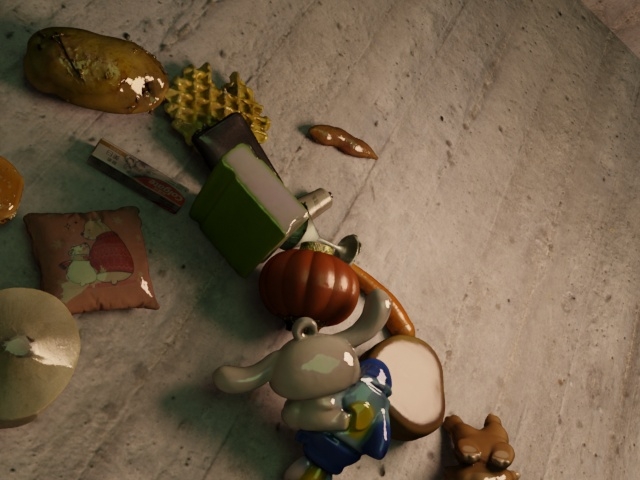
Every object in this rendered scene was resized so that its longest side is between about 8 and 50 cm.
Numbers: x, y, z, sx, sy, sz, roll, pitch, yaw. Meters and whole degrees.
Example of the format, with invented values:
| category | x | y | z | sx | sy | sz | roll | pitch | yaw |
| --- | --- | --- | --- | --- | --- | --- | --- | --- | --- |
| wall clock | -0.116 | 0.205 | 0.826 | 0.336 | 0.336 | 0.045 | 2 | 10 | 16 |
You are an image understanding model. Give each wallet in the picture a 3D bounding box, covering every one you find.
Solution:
| category | x | y | z | sx | sy | sz | roll | pitch | yaw |
| --- | --- | --- | --- | --- | --- | --- | --- | --- | --- |
| wallet | -0.180 | -0.171 | 1.699 | 0.149 | 0.044 | 0.250 | -38 | 106 | -30 |

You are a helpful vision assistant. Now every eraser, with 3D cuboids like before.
| category | x | y | z | sx | sy | sz | roll | pitch | yaw |
| --- | --- | --- | --- | --- | --- | --- | --- | --- | --- |
| eraser | -0.160 | -0.056 | 1.561 | 0.210 | 0.274 | 0.092 | 49 | 59 | -2 |

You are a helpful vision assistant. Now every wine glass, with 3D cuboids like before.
| category | x | y | z | sx | sy | sz | roll | pitch | yaw |
| --- | --- | --- | --- | --- | --- | --- | --- | --- | --- |
| wine glass | 0.000 | 0.000 | 1.726 | 0.182 | 0.122 | 0.122 | 26 | 55 | -33 |

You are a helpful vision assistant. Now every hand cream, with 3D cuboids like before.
| category | x | y | z | sx | sy | sz | roll | pitch | yaw |
| --- | --- | --- | --- | --- | --- | --- | --- | --- | --- |
| hand cream | -0.042 | -0.071 | 1.786 | 0.186 | 0.054 | 0.087 | -33 | 91 | -31 |

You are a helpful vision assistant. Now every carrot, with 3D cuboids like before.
| category | x | y | z | sx | sy | sz | roll | pitch | yaw |
| --- | --- | --- | --- | --- | --- | --- | --- | --- | --- |
| carrot | 0.146 | 0.142 | 1.805 | 0.271 | 0.066 | 0.062 | 55 | 7 | 4 |

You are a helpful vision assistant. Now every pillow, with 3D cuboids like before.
| category | x | y | z | sx | sy | sz | roll | pitch | yaw |
| --- | --- | --- | --- | --- | --- | --- | --- | --- | --- |
| pillow | -0.441 | 0.042 | 1.442 | 0.236 | 0.084 | 0.223 | -4 | 71 | -31 |

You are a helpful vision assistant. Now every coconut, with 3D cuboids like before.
| category | x | y | z | sx | sy | sz | roll | pitch | yaw |
| --- | --- | --- | --- | --- | --- | --- | --- | --- | --- |
| coconut | -0.515 | 0.191 | 1.233 | 0.241 | 0.241 | 0.241 | 15 | 61 | -27 |

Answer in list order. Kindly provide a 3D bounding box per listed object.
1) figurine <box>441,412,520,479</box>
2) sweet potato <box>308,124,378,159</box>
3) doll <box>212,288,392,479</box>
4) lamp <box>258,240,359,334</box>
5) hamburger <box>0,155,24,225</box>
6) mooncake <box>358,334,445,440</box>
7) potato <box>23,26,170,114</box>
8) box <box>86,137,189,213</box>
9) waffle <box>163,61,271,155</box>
| category | x | y | z | sx | sy | sz | roll | pitch | yaw |
| --- | --- | --- | --- | --- | --- | --- | --- | --- | --- |
| figurine | 0.363 | 0.529 | 1.696 | 0.177 | 0.247 | 0.173 | 0 | 104 | -8 |
| sweet potato | 0.062 | -0.259 | 1.942 | 0.218 | 0.051 | 0.065 | 17 | 56 | -27 |
| doll | 0.017 | 0.323 | 1.515 | 0.187 | 0.375 | 0.366 | -79 | 148 | -77 |
| lamp | -0.025 | 0.104 | 1.602 | 0.223 | 0.223 | 0.197 | 18 | 74 | -26 |
| hamburger | -0.634 | -0.099 | 1.385 | 0.147 | 0.083 | 0.138 | 18 | 55 | -29 |
| mooncake | 0.170 | 0.333 | 1.685 | 0.234 | 0.117 | 0.235 | 14 | 60 | -24 |
| potato | -0.470 | -0.356 | 1.580 | 0.300 | 0.140 | 0.173 | 12 | 57 | -24 |
| box | -0.389 | -0.137 | 1.592 | 0.218 | 0.039 | 0.055 | 32 | 53 | -17 |
| waffle | -0.248 | -0.301 | 1.755 | 0.250 | 0.056 | 0.261 | -40 | 97 | -38 |
